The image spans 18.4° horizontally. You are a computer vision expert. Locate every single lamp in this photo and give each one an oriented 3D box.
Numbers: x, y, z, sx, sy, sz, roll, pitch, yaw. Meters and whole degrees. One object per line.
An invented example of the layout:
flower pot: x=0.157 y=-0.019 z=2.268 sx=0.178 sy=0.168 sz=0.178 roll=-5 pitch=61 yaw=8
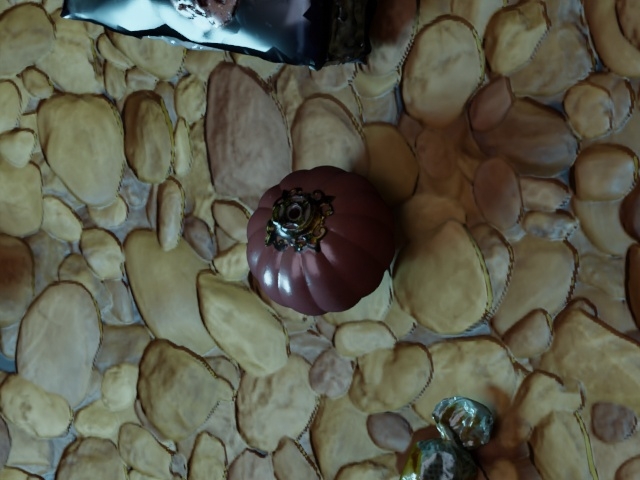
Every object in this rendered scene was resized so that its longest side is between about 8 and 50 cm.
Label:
lamp: x=0.000 y=0.000 z=1.377 sx=0.107 sy=0.092 sz=0.107 roll=-11 pitch=60 yaw=20

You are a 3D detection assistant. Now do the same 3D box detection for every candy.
candy: x=0.073 y=0.193 z=1.383 sx=0.053 sy=0.046 sz=0.182 roll=23 pitch=108 yaw=29

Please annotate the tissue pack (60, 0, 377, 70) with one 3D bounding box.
tissue pack: x=-0.066 y=-0.294 z=1.357 sx=0.245 sy=0.123 sz=0.332 roll=15 pitch=106 yaw=30
